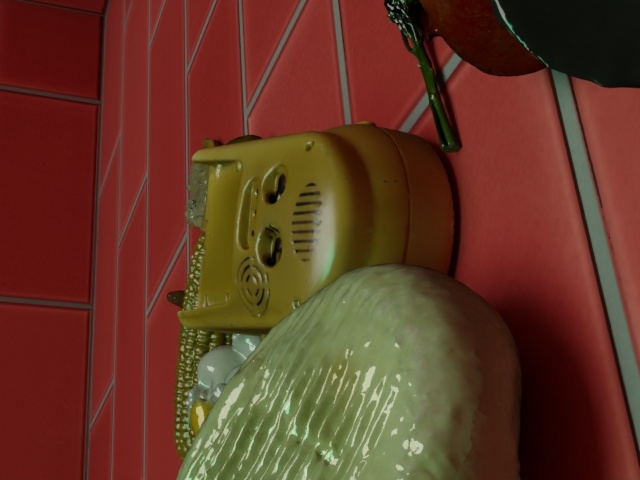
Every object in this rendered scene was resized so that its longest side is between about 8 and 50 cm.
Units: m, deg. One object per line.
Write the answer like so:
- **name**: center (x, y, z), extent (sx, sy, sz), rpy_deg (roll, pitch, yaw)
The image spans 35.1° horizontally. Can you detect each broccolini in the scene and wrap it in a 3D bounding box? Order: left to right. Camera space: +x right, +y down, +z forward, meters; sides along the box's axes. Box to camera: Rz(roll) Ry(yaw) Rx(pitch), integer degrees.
- **broccolini**: center (0.105, -0.171, 1.019), extent (0.042, 0.044, 0.218), rpy_deg (-42, 48, 39)

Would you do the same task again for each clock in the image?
- **clock**: center (0.000, 0.000, 1.045), extent (0.317, 0.200, 0.244), rpy_deg (-5, 82, 62)

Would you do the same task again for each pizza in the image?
- **pizza**: center (-0.225, -0.098, 1.893), extent (0.262, 0.034, 0.181), rpy_deg (174, 101, -70)

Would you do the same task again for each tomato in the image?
- **tomato**: center (0.142, -0.215, 0.766), extent (0.167, 0.167, 0.167), rpy_deg (-173, 90, -70)

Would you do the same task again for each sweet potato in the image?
- **sweet potato**: center (-0.186, 0.113, 1.677), extent (0.314, 0.066, 0.072), rpy_deg (-175, 85, -67)

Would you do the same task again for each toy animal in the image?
- **toy animal**: center (-0.082, 0.219, 1.232), extent (0.325, 0.154, 0.209), rpy_deg (111, 147, -66)

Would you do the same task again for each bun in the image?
- **bun**: center (0.037, 0.202, 0.799), extent (0.361, 0.213, 0.361), rpy_deg (-35, 39, 34)

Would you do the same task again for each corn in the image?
- **corn**: center (-0.152, 0.164, 1.471), extent (0.120, 0.120, 0.363), rpy_deg (166, 107, -69)

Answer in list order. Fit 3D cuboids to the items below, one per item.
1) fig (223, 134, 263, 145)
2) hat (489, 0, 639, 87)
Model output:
- **fig**: center (-0.123, -0.124, 1.529), extent (0.084, 0.098, 0.082), rpy_deg (-94, 18, -59)
- **hat**: center (0.224, -0.306, 0.618), extent (0.366, 0.257, 0.382), rpy_deg (-14, 106, 52)
